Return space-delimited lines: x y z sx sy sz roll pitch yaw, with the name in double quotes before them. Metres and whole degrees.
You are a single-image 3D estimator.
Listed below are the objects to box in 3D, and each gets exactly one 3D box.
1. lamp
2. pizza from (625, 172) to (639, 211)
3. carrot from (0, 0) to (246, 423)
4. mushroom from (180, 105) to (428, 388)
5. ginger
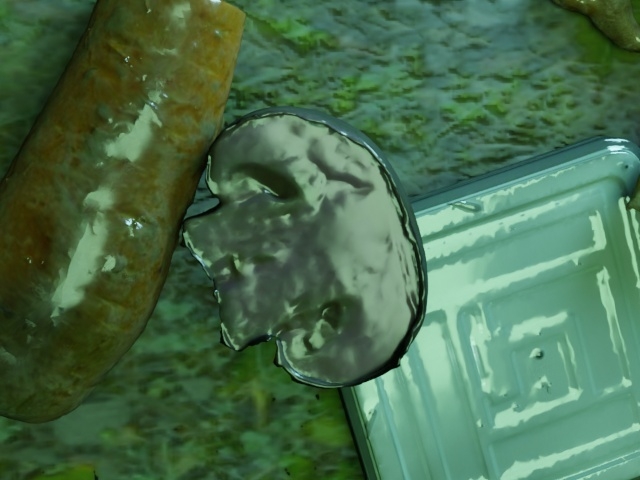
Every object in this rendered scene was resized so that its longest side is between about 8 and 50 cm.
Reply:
"lamp" 0.143 0.081 1.046 0.269 0.047 0.267 -19 104 -9
"pizza" 0.355 -0.073 1.046 0.297 0.071 0.189 -36 108 -19
"carrot" -0.149 -0.027 0.913 0.138 0.138 0.302 21 94 -17
"mushroom" 0.000 0.000 0.921 0.141 0.117 0.188 -19 95 19
"ginger" 0.212 -0.178 1.025 0.097 0.030 0.048 31 119 -15
